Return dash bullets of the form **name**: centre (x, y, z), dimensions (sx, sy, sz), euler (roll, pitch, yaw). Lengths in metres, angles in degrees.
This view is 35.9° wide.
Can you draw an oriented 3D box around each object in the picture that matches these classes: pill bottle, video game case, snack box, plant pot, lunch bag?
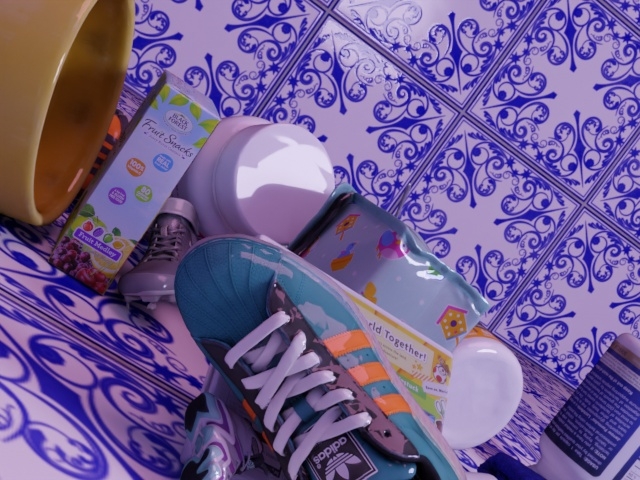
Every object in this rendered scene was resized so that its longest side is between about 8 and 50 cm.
- **pill bottle**: centre (-0.118, -0.067, 1.184), dimensions (0.160, 0.160, 0.283), euler (32, -16, -32)
- **pill bottle**: centre (0.398, 0.271, 1.356), dimensions (0.153, 0.265, 0.153), euler (37, 6, -4)
- **video game case**: centre (0.010, 0.133, 0.812), dimensions (0.227, 0.026, 0.206), euler (33, 51, -23)
- **snack box**: centre (-0.188, -0.067, 1.008), dimensions (0.070, 0.207, 0.174), euler (34, 6, -15)
- **plant pot**: centre (-0.333, -0.169, 0.943), dimensions (0.239, 0.254, 0.254), euler (19, 7, -2)
- **pill bottle**: centre (0.143, 0.152, 1.361), dimensions (0.162, 0.162, 0.278), euler (32, 7, -30)
- **lunch bag**: centre (0.017, 0.067, 1.023), dimensions (0.160, 0.223, 0.262), euler (40, 3, -24)

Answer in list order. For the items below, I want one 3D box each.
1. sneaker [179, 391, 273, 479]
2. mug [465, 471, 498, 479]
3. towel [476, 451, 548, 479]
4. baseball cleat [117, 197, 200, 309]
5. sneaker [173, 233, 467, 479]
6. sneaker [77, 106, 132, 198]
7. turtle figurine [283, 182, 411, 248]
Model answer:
- **sneaker**: centre (-0.060, 0.157, 0.686), dimensions (0.069, 0.038, 0.098), euler (33, 37, -30)
- **mug**: centre (0.147, 0.266, 1.008), dimensions (0.064, 0.062, 0.078), euler (23, 5, -30)
- **towel**: centre (0.330, 0.375, 1.150), dimensions (0.308, 0.076, 0.227), euler (35, -1, -5)
- **baseball cleat**: centre (-0.165, 0.010, 1.017), dimensions (0.072, 0.109, 0.206), euler (1, 2, -3)
- **sneaker**: centre (0.009, 0.123, 0.694), dimensions (0.302, 0.108, 0.121), euler (48, 11, -11)
- **sneaker**: centre (-0.360, -0.150, 1.221), dimensions (0.180, 0.125, 0.321), euler (25, 1, -39)
- **turtle figurine**: centre (0.000, 0.000, 1.397), dimensions (0.197, 0.275, 0.266), euler (-14, 6, -22)
